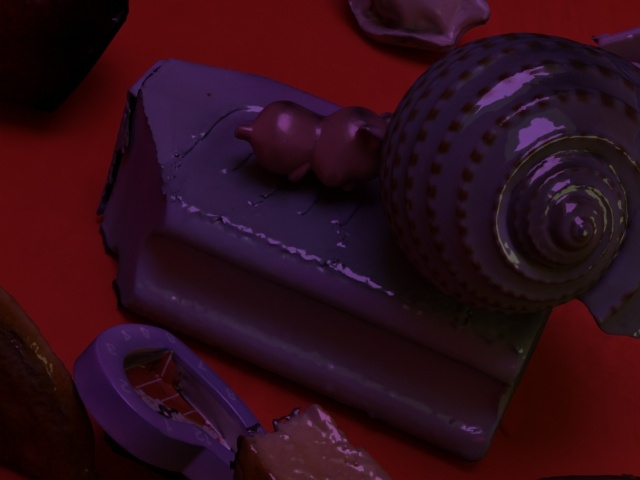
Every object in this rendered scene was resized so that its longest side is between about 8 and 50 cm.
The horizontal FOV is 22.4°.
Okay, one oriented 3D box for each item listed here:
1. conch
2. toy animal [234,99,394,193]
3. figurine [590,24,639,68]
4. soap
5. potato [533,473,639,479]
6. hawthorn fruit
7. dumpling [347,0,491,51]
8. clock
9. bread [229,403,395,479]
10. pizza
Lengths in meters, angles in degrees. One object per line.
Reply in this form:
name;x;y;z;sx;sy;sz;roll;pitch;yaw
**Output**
conch;0.197;-0.071;1.371;0.303;0.215;0.319;16;36;-18
toy animal;-0.001;-0.087;1.422;0.150;0.089;0.083;1;43;-2
figurine;0.359;-0.122;1.769;0.144;0.182;0.257;4;39;12
soap;0.000;0.000;1.506;0.446;0.156;0.261;23;40;11
potato;0.254;0.269;1.276;0.296;0.141;0.191;4;43;-17
hawthorn fruit;-0.325;-0.254;1.676;0.249;0.215;0.215;14;39;7
dumpling;0.104;-0.293;1.929;0.199;0.118;0.136;33;74;21
clock;-0.129;0.142;1.328;0.198;0.064;0.172;34;16;-35
bread;0.008;0.273;1.114;0.111;0.239;0.246;-13;44;-36
pizza;-0.289;0.098;1.298;0.292;0.197;0.058;50;42;-17
